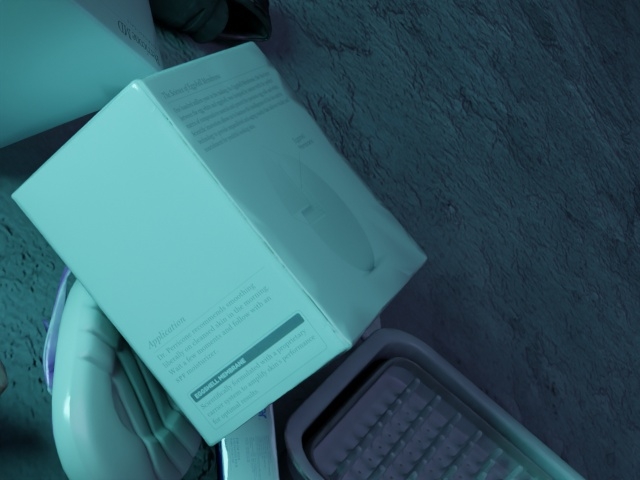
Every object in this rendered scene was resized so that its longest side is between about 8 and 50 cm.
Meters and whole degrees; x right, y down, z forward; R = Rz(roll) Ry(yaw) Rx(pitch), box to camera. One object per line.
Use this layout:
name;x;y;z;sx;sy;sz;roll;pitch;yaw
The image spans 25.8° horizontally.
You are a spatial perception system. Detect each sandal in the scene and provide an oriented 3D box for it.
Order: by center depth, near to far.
sandal;-0.159;0.064;1.095;0.416;0.102;0.169;-84;150;-57

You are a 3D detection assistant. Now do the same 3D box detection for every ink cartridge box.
ink cartridge box;-0.055;0.210;1.094;0.046;0.097;0.207;-3;73;-8

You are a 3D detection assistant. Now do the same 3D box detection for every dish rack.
dish rack;0.122;0.239;1.194;0.333;0.072;0.285;41;30;6

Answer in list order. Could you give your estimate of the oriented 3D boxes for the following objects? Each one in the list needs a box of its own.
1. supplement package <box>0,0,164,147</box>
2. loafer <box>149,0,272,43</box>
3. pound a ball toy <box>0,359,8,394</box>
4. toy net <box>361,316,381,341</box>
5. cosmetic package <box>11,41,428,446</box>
supplement package;-0.260;-0.180;0.959;0.262;0.204;0.145;37;37;-66
loafer;-0.120;-0.233;1.361;0.223;0.076;0.078;-4;63;-57
pound a ball toy;-0.355;0.025;0.857;0.319;0.136;0.208;53;5;-8
toy net;0.000;0.000;1.389;0.122;0.045;0.232;-27;91;-58
cosmetic package;-0.064;-0.008;1.020;0.224;0.138;0.224;53;23;0
